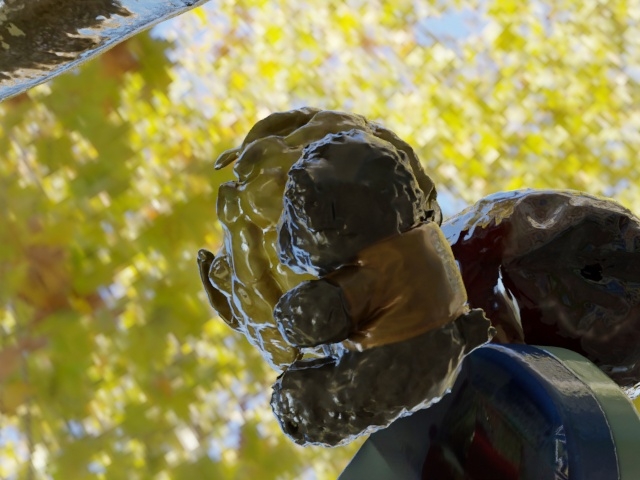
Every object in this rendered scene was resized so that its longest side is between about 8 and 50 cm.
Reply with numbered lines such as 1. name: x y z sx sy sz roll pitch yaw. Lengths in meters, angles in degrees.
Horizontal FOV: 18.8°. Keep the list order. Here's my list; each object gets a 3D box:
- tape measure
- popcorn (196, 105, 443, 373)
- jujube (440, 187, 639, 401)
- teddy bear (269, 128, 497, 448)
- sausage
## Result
1. tape measure: 0.167 0.220 1.704 0.138 0.259 0.262 14 -70 -42
2. popcorn: 0.000 0.000 1.620 0.250 0.190 0.250 16 -90 -75
3. jujube: 0.194 0.083 1.956 0.258 0.258 0.376 13 -28 -35
4. teddy bear: 0.031 0.022 1.279 0.140 0.177 0.190 -15 -80 25
5. sausage: -0.182 -0.189 1.411 0.501 0.136 0.123 -19 -56 40
